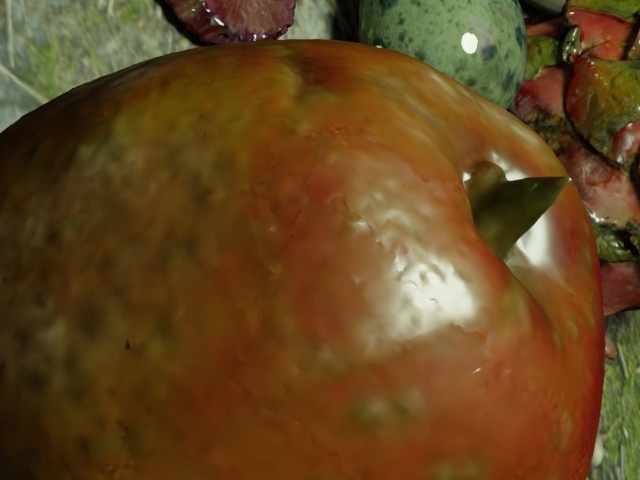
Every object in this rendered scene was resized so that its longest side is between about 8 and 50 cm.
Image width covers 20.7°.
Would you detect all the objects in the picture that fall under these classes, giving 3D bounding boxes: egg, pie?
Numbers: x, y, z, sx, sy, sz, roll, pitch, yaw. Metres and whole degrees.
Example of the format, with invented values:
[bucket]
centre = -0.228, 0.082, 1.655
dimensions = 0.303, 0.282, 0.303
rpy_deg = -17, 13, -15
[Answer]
[egg]
centre = 0.095, -0.168, 1.414
dimensions = 0.141, 0.141, 0.182
rpy_deg = 22, 52, -44
[pie]
centre = -0.073, -0.211, 1.314
dimensions = 0.154, 0.036, 0.154
rpy_deg = 25, 55, -42

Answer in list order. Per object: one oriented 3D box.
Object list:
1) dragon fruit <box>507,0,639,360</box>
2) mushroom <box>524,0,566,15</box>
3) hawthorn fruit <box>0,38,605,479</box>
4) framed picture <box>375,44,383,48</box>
[dragon fruit]
centre = 0.315, -0.087, 1.523
dimensions = 0.296, 0.263, 0.314
rpy_deg = -14, 84, -63
[mushroom]
centre = 0.236, -0.276, 1.651
dimensions = 0.350, 0.128, 0.128
rpy_deg = 9, 66, -46
[hawthorn fruit]
centre = -0.018, 0.064, 0.945
dimensions = 0.403, 0.403, 0.403
rpy_deg = 25, 55, -42
[framed picture]
centre = 0.000, 0.000, 1.274
dimensions = 0.217, 0.017, 0.274
rpy_deg = -12, 82, -35
